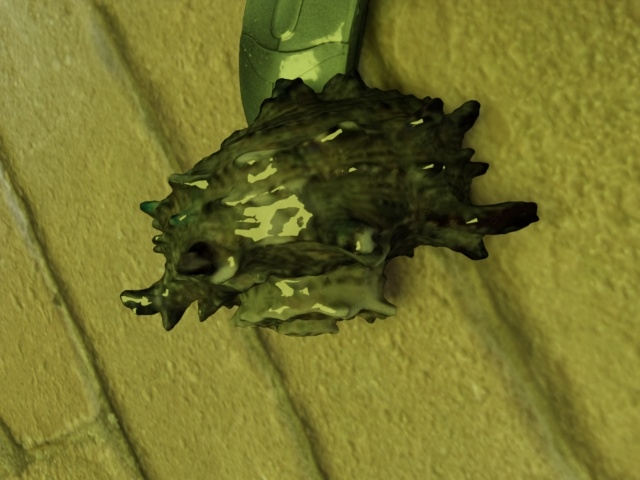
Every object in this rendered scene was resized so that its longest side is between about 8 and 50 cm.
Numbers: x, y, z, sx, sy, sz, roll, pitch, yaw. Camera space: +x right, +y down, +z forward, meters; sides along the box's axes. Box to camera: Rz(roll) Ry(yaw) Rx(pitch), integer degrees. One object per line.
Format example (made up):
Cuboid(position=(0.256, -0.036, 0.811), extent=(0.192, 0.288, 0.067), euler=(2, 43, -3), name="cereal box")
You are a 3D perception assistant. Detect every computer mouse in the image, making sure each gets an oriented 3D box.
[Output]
Cuboid(position=(-0.019, -0.167, 0.583), extent=(0.113, 0.068, 0.228), euler=(12, 105, 26), name="computer mouse")

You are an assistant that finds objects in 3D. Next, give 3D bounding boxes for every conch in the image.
Cuboid(position=(0.002, -0.001, 0.535), extent=(0.313, 0.240, 0.186), euler=(-29, 50, 9), name="conch")
